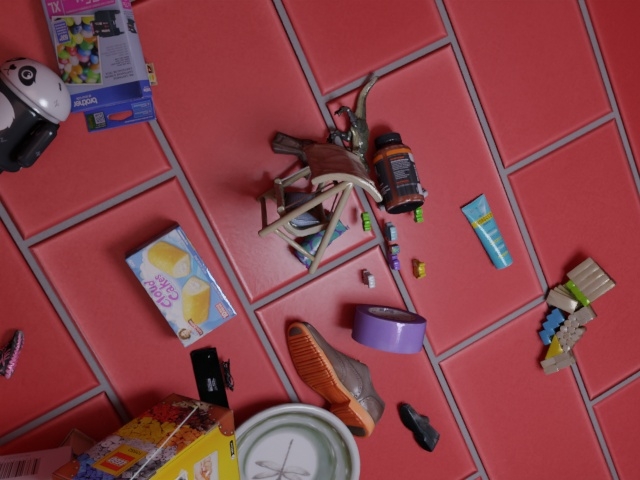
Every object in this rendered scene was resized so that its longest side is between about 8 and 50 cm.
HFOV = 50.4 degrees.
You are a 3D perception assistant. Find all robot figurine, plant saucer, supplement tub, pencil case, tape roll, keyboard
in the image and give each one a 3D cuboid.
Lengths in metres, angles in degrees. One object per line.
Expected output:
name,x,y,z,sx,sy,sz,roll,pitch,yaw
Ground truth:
robot figurine,-0.667,-0.260,1.455,0.209,0.173,0.278,43,90,-16
plant saucer,-0.096,0.609,1.812,0.400,0.100,0.400,-3,101,-16
supplement tub,0.194,-0.174,1.738,0.106,0.106,0.198,-9,76,-15
pencil case,0.000,0.000,1.755,0.151,0.064,0.070,-45,133,-4
tape roll,0.179,0.230,1.781,0.189,0.189,0.080,7,97,-17
keyboard,-0.269,0.365,1.764,0.100,0.038,0.192,-8,103,9

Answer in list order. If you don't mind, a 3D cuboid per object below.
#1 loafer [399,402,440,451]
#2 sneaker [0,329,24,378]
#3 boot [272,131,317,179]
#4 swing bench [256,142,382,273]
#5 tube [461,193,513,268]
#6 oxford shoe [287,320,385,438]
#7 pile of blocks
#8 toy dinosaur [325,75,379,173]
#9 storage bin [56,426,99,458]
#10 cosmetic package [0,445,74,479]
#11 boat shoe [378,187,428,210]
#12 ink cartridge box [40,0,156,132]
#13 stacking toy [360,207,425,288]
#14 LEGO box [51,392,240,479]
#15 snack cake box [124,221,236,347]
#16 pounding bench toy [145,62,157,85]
loafer,0.282,0.521,1.936,0.061,0.062,0.170,-43,113,-29
sneaker,-0.737,0.264,1.600,0.057,0.047,0.119,20,92,-7
boot,-0.072,-0.213,1.715,0.114,0.037,0.106,9,98,-14
swing bench,-0.010,-0.104,1.607,0.165,0.253,0.255,37,104,-19
tube,0.470,-0.020,1.902,0.080,0.052,0.207,-33,100,-19
oxford shoe,0.043,0.349,1.819,0.133,0.130,0.364,-42,104,-38
pile of blocks,0.736,0.220,2.001,0.112,0.149,0.362,3,114,-60
toy dinosaur,0.083,-0.289,1.734,0.118,0.064,0.268,0,99,-31
storage bin,-0.581,0.652,1.668,0.260,0.123,0.262,39,87,-19
cosmetic package,-0.654,0.710,1.506,0.230,0.161,0.453,-2,100,-17
boat shoe,0.218,-0.117,1.808,0.142,0.049,0.040,-18,103,-10
ink cartridge box,-0.489,-0.404,1.510,0.185,0.065,0.311,-8,105,13
stacking toy,0.191,0.013,1.812,0.167,0.052,0.221,-11,109,-16
LEGO box,-0.359,0.669,1.552,0.372,0.193,0.500,-27,118,-54
snack cake box,-0.341,0.107,1.662,0.152,0.089,0.264,-33,106,-9
pounding bench toy,-0.429,-0.378,1.571,0.083,0.065,0.052,-6,103,13
